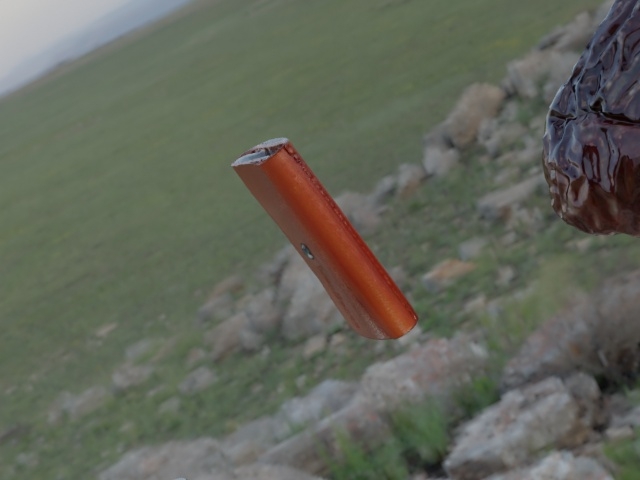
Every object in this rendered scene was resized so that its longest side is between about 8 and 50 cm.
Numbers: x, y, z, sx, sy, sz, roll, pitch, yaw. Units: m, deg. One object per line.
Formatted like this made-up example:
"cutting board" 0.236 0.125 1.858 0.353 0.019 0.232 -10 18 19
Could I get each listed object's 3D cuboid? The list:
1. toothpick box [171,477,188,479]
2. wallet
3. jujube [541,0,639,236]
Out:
"toothpick box" -0.105 0.287 1.087 0.101 0.153 0.101 -36 8 6
"wallet" 0.000 0.000 1.198 0.045 0.204 0.142 -40 12 -12
"jujube" 0.353 -0.163 1.312 0.216 0.342 0.216 15 17 -5
